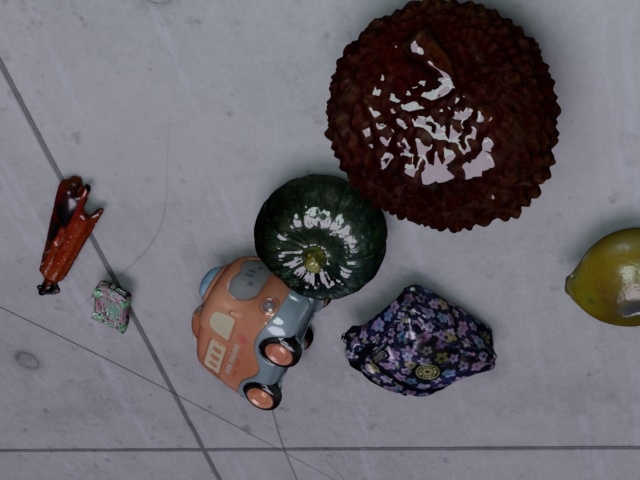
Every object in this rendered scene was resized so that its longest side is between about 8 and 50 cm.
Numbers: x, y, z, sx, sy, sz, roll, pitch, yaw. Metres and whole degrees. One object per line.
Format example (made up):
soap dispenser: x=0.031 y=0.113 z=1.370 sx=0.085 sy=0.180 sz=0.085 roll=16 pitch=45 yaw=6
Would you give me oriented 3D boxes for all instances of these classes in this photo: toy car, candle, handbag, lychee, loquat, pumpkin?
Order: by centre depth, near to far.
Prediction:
lychee: x=0.160 y=-0.159 z=1.234 sx=0.306 sy=0.306 sz=0.330 roll=0 pitch=156 yaw=15
loquat: x=0.468 y=0.057 z=1.435 sx=0.195 sy=0.152 sz=0.152 roll=-9 pitch=128 yaw=32
pumpkin: x=0.000 y=-0.003 z=1.489 sx=0.212 sy=0.152 sz=0.211 roll=6 pitch=111 yaw=15
handbag: x=0.165 y=0.187 z=1.637 sx=0.229 sy=0.126 sz=0.208 roll=29 pitch=131 yaw=-22
toy car: x=-0.118 y=0.142 z=1.647 sx=0.212 sy=0.180 sz=0.270 roll=27 pitch=133 yaw=4
candle: x=-0.460 y=0.004 z=1.686 sx=0.084 sy=0.059 sz=0.301 roll=35 pitch=129 yaw=0
toy car: x=-0.385 y=0.119 z=1.769 sx=0.069 sy=0.055 sz=0.142 roll=25 pitch=143 yaw=4
